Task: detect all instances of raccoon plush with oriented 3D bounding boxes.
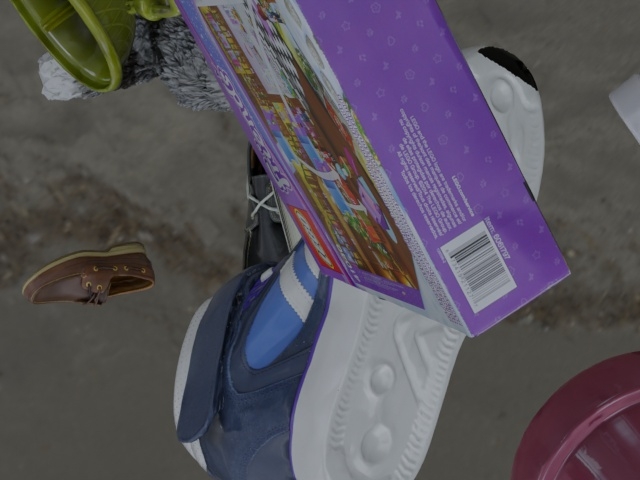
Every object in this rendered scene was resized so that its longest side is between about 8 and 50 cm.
[{"bbox_3d":[-0.116,-0.197,2.029,0.299,0.446,0.216,50,163,48],"label":"raccoon plush"}]

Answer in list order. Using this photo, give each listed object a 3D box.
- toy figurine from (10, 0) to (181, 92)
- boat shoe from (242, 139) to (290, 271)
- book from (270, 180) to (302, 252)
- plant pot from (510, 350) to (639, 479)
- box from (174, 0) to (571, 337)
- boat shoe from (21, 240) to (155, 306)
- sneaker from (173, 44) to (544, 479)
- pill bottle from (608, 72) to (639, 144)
[{"bbox_3d":[-0.182,-0.312,1.055,0.362,0.217,0.191,50,141,-11],"label":"toy figurine"},{"bbox_3d":[-0.054,-0.036,1.628,0.084,0.233,0.079,-10,145,27],"label":"boat shoe"},{"bbox_3d":[0.000,0.000,1.402,0.035,0.096,0.144,-20,71,18],"label":"book"},{"bbox_3d":[0.263,0.208,1.120,0.201,0.180,0.201,-6,115,-14],"label":"plant pot"},{"bbox_3d":[-0.013,-0.107,0.681,0.293,0.057,0.201,62,167,-15],"label":"box"},{"bbox_3d":[-0.284,0.050,1.895,0.060,0.178,0.064,57,140,23],"label":"boat shoe"},{"bbox_3d":[0.002,0.018,1.031,0.130,0.323,0.236,27,168,-34],"label":"sneaker"},{"bbox_3d":[0.443,-0.177,1.402,0.334,0.188,0.188,-36,94,14],"label":"pill bottle"}]
